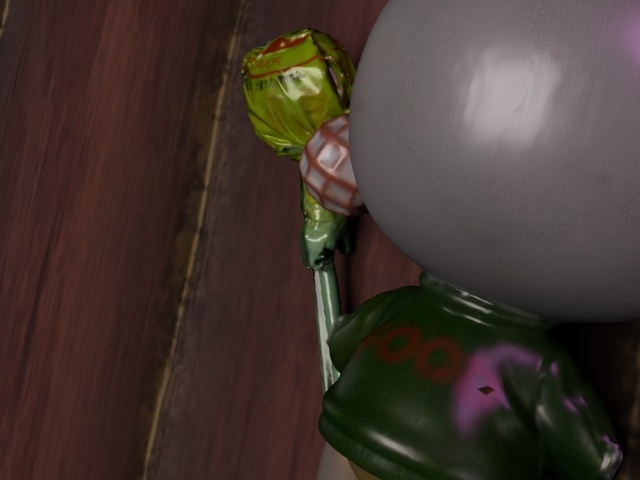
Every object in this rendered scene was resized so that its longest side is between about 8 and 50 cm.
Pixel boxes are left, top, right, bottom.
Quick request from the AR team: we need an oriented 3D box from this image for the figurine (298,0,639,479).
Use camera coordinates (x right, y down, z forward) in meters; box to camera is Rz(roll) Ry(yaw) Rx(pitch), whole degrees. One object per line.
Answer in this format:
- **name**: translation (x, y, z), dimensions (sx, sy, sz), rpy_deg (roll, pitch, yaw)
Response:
- **figurine**: translation (0.079, 0.015, 0.419), dimensions (0.281, 0.167, 0.370), rpy_deg (24, 101, 36)

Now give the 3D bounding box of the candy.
- **candy**: translation (0.003, 0.000, 0.556), dimensions (0.073, 0.077, 0.262), rpy_deg (-9, 81, 17)
